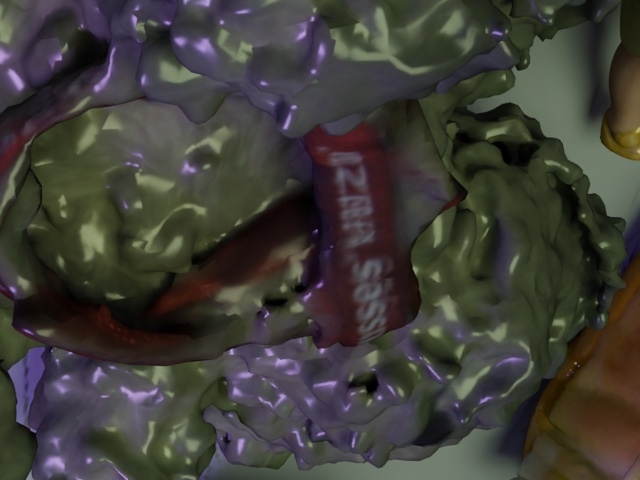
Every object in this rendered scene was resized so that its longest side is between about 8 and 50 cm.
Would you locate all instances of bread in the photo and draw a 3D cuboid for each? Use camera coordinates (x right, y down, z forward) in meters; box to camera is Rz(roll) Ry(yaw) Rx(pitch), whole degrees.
[{"bbox_3d":[0.206,0.059,0.911,0.136,0.107,0.241,29,100,-40],"label":"bread"}]

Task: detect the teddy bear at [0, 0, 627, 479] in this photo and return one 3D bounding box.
[{"bbox_3d":[0.000,0.000,0.700,0.367,0.224,0.357,24,122,-39],"label":"teddy bear"}]

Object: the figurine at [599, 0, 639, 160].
[{"bbox_3d":[0.156,-0.131,0.768,0.175,0.116,0.240,-44,140,-29],"label":"figurine"}]
